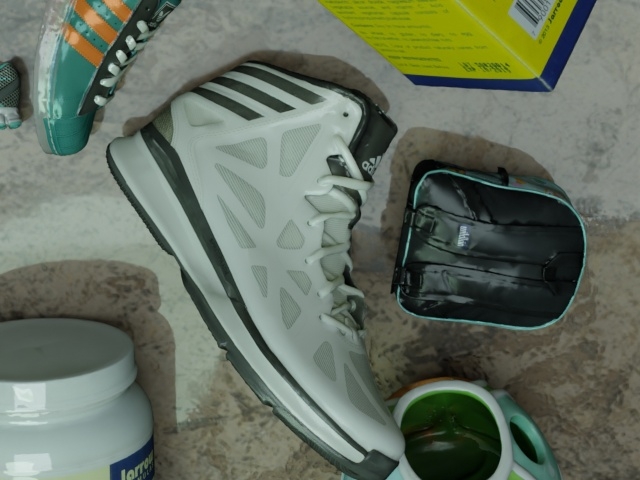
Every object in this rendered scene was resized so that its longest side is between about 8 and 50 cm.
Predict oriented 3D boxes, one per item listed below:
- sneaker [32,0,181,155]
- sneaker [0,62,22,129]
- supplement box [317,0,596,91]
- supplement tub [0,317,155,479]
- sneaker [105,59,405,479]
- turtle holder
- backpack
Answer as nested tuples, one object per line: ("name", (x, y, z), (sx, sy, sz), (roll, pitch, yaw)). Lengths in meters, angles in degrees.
("sneaker", (-0.207, -0.222, 1.362), (0.121, 0.108, 0.302), (14, 103, 0))
("sneaker", (-0.388, -0.164, 1.410), (0.166, 0.065, 0.076), (10, 88, -6))
("supplement box", (0.077, -0.308, 1.202), (0.356, 0.194, 0.195), (35, 76, -36))
("supplement tub", (-0.291, 0.265, 1.427), (0.235, 0.235, 0.325), (0, 105, 0))
("sneaker", (-0.001, -0.001, 1.328), (0.257, 0.169, 0.447), (-38, 71, 4))
("turtle holder", (0.129, 0.287, 1.384), (0.243, 0.320, 0.227), (10, 143, 13))
("backpack", (0.177, 0.005, 1.407), (0.188, 0.144, 0.166), (10, 102, 5))
